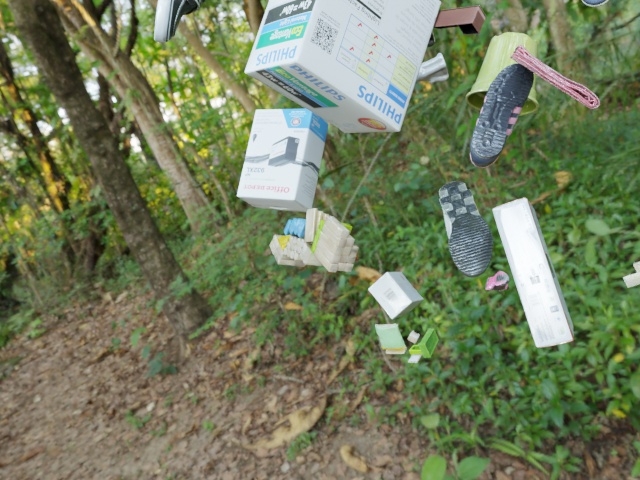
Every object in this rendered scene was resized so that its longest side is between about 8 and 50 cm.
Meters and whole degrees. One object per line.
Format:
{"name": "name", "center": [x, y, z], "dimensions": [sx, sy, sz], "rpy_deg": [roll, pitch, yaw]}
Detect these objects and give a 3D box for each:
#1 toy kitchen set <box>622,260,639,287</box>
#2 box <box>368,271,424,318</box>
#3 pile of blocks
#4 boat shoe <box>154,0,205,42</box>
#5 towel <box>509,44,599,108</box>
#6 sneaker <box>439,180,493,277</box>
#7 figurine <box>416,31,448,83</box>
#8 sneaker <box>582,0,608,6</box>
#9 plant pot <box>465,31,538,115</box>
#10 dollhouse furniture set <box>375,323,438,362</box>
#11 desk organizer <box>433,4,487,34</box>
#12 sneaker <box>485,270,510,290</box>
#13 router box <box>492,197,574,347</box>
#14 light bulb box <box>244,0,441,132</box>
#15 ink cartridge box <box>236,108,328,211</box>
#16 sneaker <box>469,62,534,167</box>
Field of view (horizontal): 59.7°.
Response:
{"name": "toy kitchen set", "center": [0.827, 0.092, 1.444], "dimensions": [0.068, 0.083, 0.075], "rpy_deg": [-26, -2, 31]}
{"name": "box", "center": [0.257, 0.182, 1.880], "dimensions": [0.091, 0.130, 0.170], "rpy_deg": [-44, -19, 15]}
{"name": "pile of blocks", "center": [0.000, 0.000, 1.422], "dimensions": [0.112, 0.149, 0.362], "rpy_deg": [7, -2, -31]}
{"name": "boat shoe", "center": [-0.369, -0.686, 1.527], "dimensions": [0.119, 0.335, 0.121], "rpy_deg": [16, -14, -18]}
{"name": "towel", "center": [0.604, -0.432, 1.447], "dimensions": [0.037, 0.237, 0.329], "rpy_deg": [-57, -6, 27]}
{"name": "sneaker", "center": [0.426, -0.010, 1.611], "dimensions": [0.122, 0.146, 0.331], "rpy_deg": [-12, 48, 13]}
{"name": "figurine", "center": [0.300, -0.606, 1.885], "dimensions": [0.209, 0.215, 0.092], "rpy_deg": [-21, -7, 14]}
{"name": "sneaker", "center": [0.768, -0.841, 1.556], "dimensions": [0.131, 0.350, 0.148], "rpy_deg": [5, 20, 34]}
{"name": "plant pot", "center": [0.730, -0.653, 2.175], "dimensions": [0.276, 0.254, 0.276], "rpy_deg": [13, -2, 0]}
{"name": "dollhouse furniture set", "center": [0.181, 0.230, 1.233], "dimensions": [0.151, 0.076, 0.058], "rpy_deg": [-8, 25, 39]}
{"name": "desk organizer", "center": [0.342, -0.547, 1.398], "dimensions": [0.130, 0.047, 0.050], "rpy_deg": [14, 77, 44]}
{"name": "sneaker", "center": [0.530, 0.124, 1.630], "dimensions": [0.119, 0.057, 0.047], "rpy_deg": [121, 171, -73]}
{"name": "router box", "center": [0.534, 0.075, 1.390], "dimensions": [0.082, 0.336, 0.301], "rpy_deg": [-19, -8, 22]}
{"name": "light bulb box", "center": [0.061, -0.499, 1.366], "dimensions": [0.358, 0.361, 0.225], "rpy_deg": [23, -7, -38]}
{"name": "ink cartridge box", "center": [-0.123, -0.263, 1.824], "dimensions": [0.223, 0.308, 0.129], "rpy_deg": [6, -11, 26]}
{"name": "sneaker", "center": [0.502, -0.350, 1.583], "dimensions": [0.319, 0.112, 0.131], "rpy_deg": [-60, -15, -13]}
